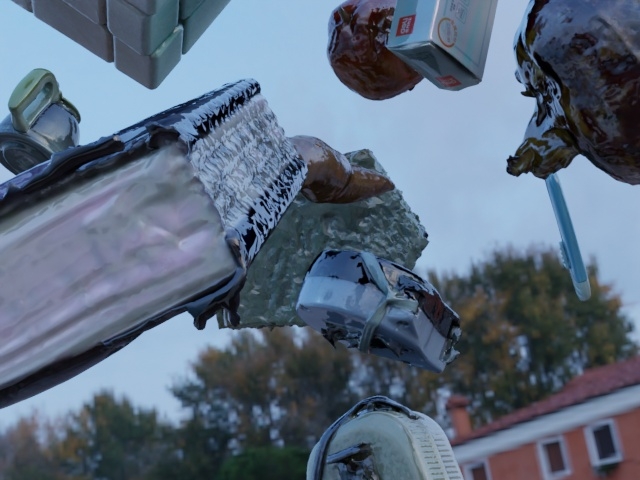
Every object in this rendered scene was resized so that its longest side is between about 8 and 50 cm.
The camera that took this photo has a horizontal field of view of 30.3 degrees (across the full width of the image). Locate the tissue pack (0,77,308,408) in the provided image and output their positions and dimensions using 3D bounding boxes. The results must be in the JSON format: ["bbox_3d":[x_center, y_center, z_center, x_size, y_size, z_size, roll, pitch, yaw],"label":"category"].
[{"bbox_3d":[-0.150,0.001,0.776,0.259,0.122,0.361,-25,9,10],"label":"tissue pack"}]

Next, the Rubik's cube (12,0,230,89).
[{"bbox_3d":[-0.279,-0.476,1.728,0.318,0.322,0.316,33,-23,6],"label":"Rubik's cube"}]

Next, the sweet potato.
[{"bbox_3d":[0.002,-0.068,1.198,0.067,0.059,0.281,-30,-10,16],"label":"sweet potato"}]

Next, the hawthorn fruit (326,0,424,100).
[{"bbox_3d":[0.083,-0.299,1.814,0.173,0.174,0.179,-29,-2,42],"label":"hawthorn fruit"}]

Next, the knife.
[{"bbox_3d":[0.392,-0.009,1.890,0.031,0.222,0.064,-16,3,7],"label":"knife"}]

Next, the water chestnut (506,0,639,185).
[{"bbox_3d":[0.374,-0.206,1.555,0.347,0.335,0.335,-33,-29,18],"label":"water chestnut"}]

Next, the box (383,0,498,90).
[{"bbox_3d":[0.180,-0.355,1.633,0.079,0.270,0.135,-2,-21,43],"label":"box"}]

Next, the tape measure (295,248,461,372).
[{"bbox_3d":[0.062,0.085,1.451,0.181,0.107,0.182,8,-20,31],"label":"tape measure"}]

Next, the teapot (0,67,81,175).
[{"bbox_3d":[-0.301,-0.125,1.297,0.092,0.091,0.124,29,-32,-12],"label":"teapot"}]

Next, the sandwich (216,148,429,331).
[{"bbox_3d":[0.000,-0.001,1.750,0.325,0.262,0.131,-4,-1,-3],"label":"sandwich"}]

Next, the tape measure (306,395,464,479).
[{"bbox_3d":[0.063,0.365,1.710,0.271,0.231,0.133,-38,-27,31],"label":"tape measure"}]
